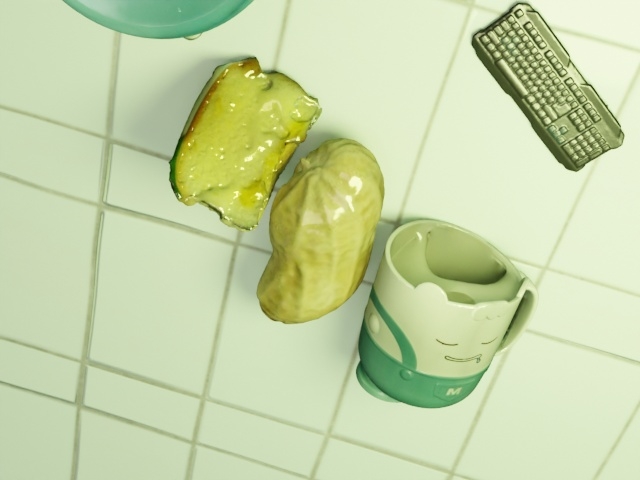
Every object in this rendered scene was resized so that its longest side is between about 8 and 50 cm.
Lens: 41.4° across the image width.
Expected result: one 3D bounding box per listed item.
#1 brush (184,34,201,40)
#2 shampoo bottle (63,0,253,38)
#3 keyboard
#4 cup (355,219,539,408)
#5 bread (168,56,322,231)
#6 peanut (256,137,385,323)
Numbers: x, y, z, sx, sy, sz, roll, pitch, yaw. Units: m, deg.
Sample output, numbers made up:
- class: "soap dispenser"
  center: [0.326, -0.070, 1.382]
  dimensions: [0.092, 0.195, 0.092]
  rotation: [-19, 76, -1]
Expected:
- class: "brush"
  center: [-0.273, -0.407, 1.199]
  dimensions: [0.060, 0.068, 0.297]
  rotation: [-15, 115, 44]
- class: "shampoo bottle"
  center: [-0.154, -0.438, 0.981]
  dimensions: [0.331, 0.343, 0.331]
  rotation: [5, 122, 8]
- class: "keyboard"
  center: [0.328, -0.214, 1.208]
  dimensions: [0.106, 0.016, 0.262]
  rotation: [-33, 109, 27]
- class: "cup"
  center: [0.208, 0.121, 1.338]
  dimensions: [0.289, 0.219, 0.258]
  rotation: [-2, 127, -25]
- class: "bread"
  center: [-0.122, -0.139, 1.285]
  dimensions: [0.174, 0.252, 0.133]
  rotation: [26, 166, -6]
- class: "peanut"
  center: [0.005, -0.001, 1.318]
  dimensions: [0.158, 0.174, 0.340]
  rotation: [31, 131, 29]
